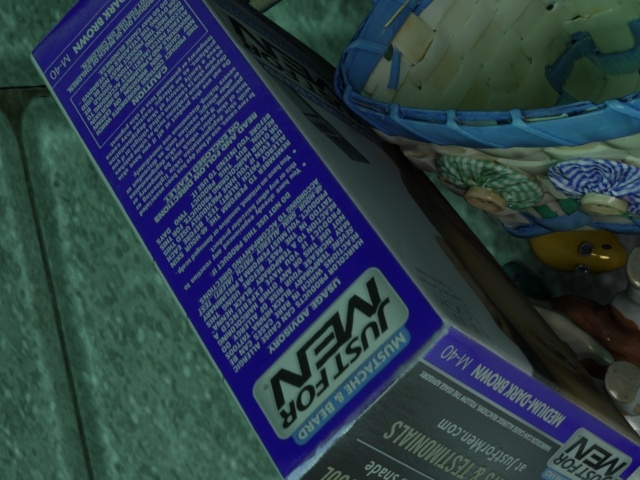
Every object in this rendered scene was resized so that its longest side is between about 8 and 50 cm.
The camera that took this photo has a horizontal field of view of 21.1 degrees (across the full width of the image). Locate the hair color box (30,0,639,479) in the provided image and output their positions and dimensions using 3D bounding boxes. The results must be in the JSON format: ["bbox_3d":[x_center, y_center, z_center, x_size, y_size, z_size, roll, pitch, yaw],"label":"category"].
[{"bbox_3d":[0.000,0.000,0.867,0.110,0.185,0.339,-45,48,12],"label":"hair color box"}]

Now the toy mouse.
[{"bbox_3d":[0.147,0.052,1.045,0.161,0.031,0.143,33,127,34],"label":"toy mouse"}]

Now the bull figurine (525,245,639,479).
[{"bbox_3d":[0.167,0.103,0.943,0.310,0.101,0.188,42,160,-2],"label":"bull figurine"}]

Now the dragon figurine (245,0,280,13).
[{"bbox_3d":[0.046,-0.212,0.990,0.289,0.144,0.085,114,141,-49],"label":"dragon figurine"}]

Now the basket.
[{"bbox_3d":[0.118,-0.130,0.827,0.255,0.201,0.289,1,137,48],"label":"basket"}]
